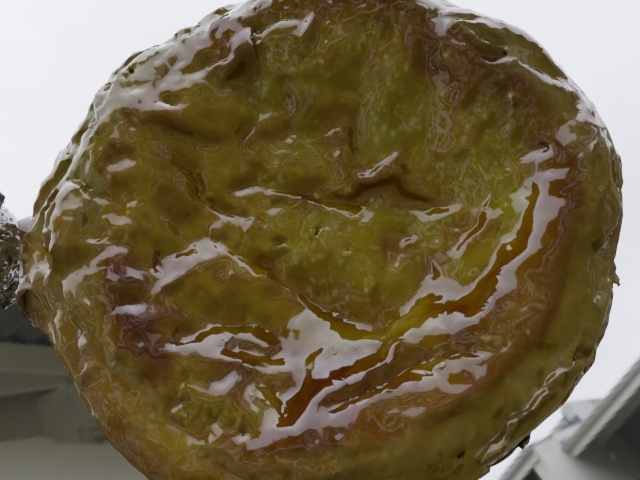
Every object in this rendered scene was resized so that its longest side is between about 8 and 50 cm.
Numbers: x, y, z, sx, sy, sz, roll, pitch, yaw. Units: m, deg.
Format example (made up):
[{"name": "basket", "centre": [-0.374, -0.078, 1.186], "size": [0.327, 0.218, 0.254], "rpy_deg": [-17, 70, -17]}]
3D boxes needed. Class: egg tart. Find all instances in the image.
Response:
[{"name": "egg tart", "centre": [0.003, -0.003, 0.497], "size": [0.341, 0.341, 0.129], "rpy_deg": [-28, -21, -5]}]

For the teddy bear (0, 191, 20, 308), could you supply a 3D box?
[{"name": "teddy bear", "centre": [-0.330, 0.064, 0.728], "size": [0.129, 0.182, 0.251], "rpy_deg": [1, -43, -40]}]
